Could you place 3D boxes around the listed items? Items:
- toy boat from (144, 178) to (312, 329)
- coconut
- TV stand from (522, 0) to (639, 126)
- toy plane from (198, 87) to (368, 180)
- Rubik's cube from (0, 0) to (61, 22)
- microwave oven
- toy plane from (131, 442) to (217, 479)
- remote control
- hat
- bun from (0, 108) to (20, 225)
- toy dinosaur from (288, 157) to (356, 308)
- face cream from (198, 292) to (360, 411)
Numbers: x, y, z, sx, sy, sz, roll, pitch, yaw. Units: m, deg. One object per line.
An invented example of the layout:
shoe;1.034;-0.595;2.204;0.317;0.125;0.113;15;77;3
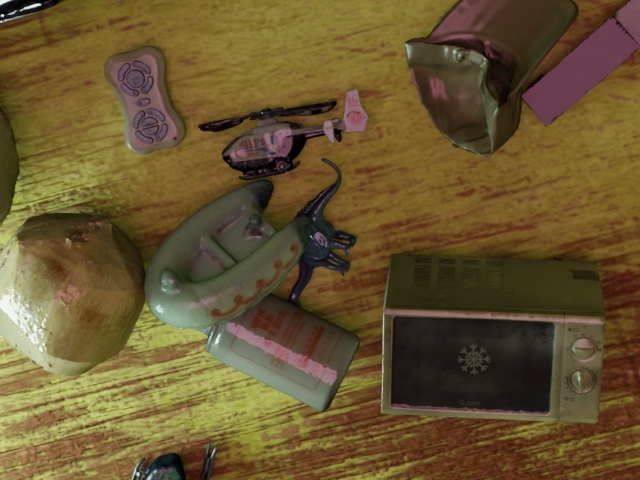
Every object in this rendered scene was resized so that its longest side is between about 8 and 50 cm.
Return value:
toy boat;-0.113;0.014;1.840;0.207;0.079;0.134;-38;62;-10
coconut;-0.288;0.051;1.864;0.194;0.194;0.194;1;104;5
TV stand;0.334;-0.230;1.802;0.256;0.040;0.049;-41;96;13
toy plane;-0.039;-0.118;1.862;0.197;0.053;0.078;-12;93;12
Rubik's cube;-0.285;-0.394;1.638;0.307;0.305;0.310;-11;103;48
microwave oven;0.193;0.109;1.825;0.240;0.194;0.145;2;109;5
toy plane;-0.198;0.350;1.992;0.096;0.060;0.235;15;101;-12
remote control;-0.204;-0.162;1.875;0.074;0.032;0.122;-15;103;9
hat;0.207;-0.195;1.808;0.173;0.166;0.144;-28;139;-20
bun;-0.470;-0.090;1.855;0.272;0.168;0.273;4;116;8
toy dinosaur;0.000;0.000;1.889;0.080;0.045;0.197;17;112;11
face cream;-0.084;0.103;1.893;0.251;0.101;0.101;26;105;3
